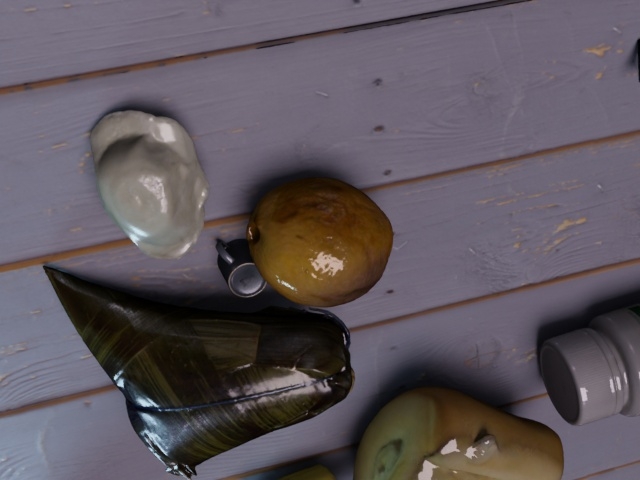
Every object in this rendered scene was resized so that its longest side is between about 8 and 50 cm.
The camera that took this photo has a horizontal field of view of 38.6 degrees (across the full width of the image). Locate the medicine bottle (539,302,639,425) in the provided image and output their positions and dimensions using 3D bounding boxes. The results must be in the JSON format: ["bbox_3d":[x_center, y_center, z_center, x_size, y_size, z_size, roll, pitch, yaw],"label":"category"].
[{"bbox_3d":[0.625,0.234,1.803,0.340,0.208,0.208,-16,121,-9],"label":"medicine bottle"}]

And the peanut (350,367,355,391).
[{"bbox_3d":[-0.049,0.269,1.677,0.230,0.098,0.103,-9,118,-10],"label":"peanut"}]

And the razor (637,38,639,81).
[{"bbox_3d":[0.657,-0.287,1.631,0.253,0.042,0.081,10,73,-23],"label":"razor"}]

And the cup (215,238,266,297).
[{"bbox_3d":[-0.137,0.042,1.537,0.078,0.077,0.100,-44,120,8],"label":"cup"}]

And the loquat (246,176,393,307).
[{"bbox_3d":[0.000,0.000,1.473,0.238,0.238,0.193,13,115,-23],"label":"loquat"}]

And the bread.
[{"bbox_3d":[0.263,0.448,1.778,0.376,0.253,0.348,21,112,-25],"label":"bread"}]

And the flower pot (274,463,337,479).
[{"bbox_3d":[-0.034,0.541,1.785,0.179,0.195,0.195,-30,123,-14],"label":"flower pot"}]

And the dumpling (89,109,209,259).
[{"bbox_3d":[-0.256,-0.084,1.405,0.162,0.132,0.250,-21,107,5],"label":"dumpling"}]

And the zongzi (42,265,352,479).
[{"bbox_3d":[-0.190,0.146,1.489,0.403,0.208,0.432,-25,110,17],"label":"zongzi"}]
